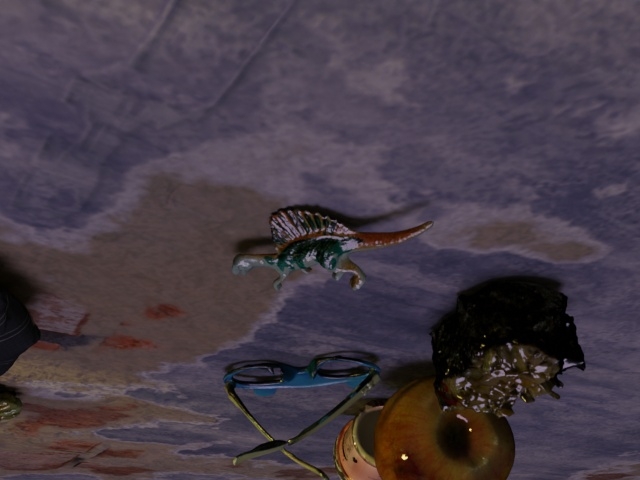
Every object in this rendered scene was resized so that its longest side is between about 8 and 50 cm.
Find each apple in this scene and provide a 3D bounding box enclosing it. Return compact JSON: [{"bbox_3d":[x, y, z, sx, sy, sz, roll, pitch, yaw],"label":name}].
[{"bbox_3d":[0.185,0.309,0.982,0.211,0.211,0.188,4,158,-9],"label":"apple"}]

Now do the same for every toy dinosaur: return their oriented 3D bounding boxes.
[{"bbox_3d":[0.000,0.002,0.599,0.106,0.044,0.187,33,140,-23],"label":"toy dinosaur"}]

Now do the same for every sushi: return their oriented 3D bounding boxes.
[{"bbox_3d":[0.216,0.137,0.768,0.147,0.115,0.212,7,150,-13],"label":"sushi"}]

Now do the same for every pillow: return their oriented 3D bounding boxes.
[{"bbox_3d":[-0.426,0.112,0.731,0.161,0.092,0.335,24,142,-31],"label":"pillow"}]

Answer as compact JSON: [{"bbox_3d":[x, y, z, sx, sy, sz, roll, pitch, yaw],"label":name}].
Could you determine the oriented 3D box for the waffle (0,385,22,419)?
[{"bbox_3d":[-0.603,0.270,1.053,0.214,0.054,0.208,17,144,-40],"label":"waffle"}]

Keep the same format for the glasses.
[{"bbox_3d":[-0.034,0.235,0.913,0.239,0.207,0.102,-9,114,11],"label":"glasses"}]

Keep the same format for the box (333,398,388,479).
[{"bbox_3d":[0.104,0.365,1.156,0.151,0.151,0.135,2,143,-6],"label":"box"}]
